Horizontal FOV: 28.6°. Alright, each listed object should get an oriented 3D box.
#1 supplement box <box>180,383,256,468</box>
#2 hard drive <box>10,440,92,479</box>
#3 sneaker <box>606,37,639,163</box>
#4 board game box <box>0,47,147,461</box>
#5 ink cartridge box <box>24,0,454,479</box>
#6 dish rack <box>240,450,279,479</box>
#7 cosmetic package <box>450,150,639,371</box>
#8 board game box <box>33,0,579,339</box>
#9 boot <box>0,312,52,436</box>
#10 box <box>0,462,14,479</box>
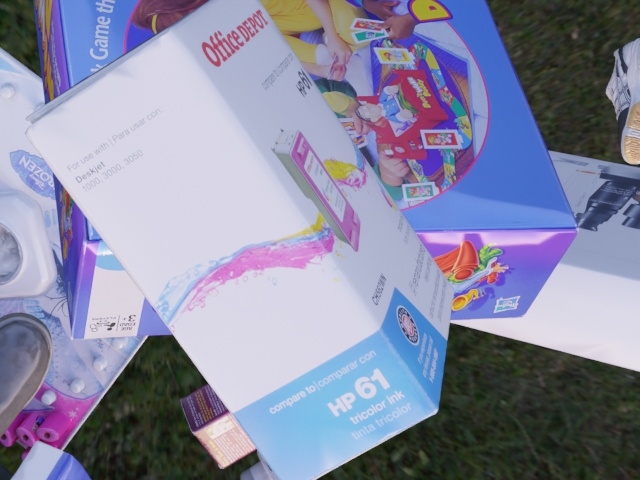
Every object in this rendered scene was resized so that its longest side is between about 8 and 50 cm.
[{"bbox_3d":[-0.061,0.135,1.008,0.083,0.043,0.055,-30,130,0],"label":"supplement box"},{"bbox_3d":[-0.234,0.319,0.850,0.040,0.210,0.318,18,60,20],"label":"hard drive"},{"bbox_3d":[0.203,-0.089,0.815,0.032,0.037,0.083,14,80,-30],"label":"sneaker"},{"bbox_3d":[-0.366,0.013,1.391,0.390,0.050,0.390,37,112,-2],"label":"board game box"},{"bbox_3d":[-0.016,-0.006,0.358,0.052,0.088,0.122,-32,102,18],"label":"ink cartridge box"},{"bbox_3d":[-0.009,0.438,1.722,0.072,0.285,0.332,-34,82,-1],"label":"dish rack"},{"bbox_3d":[0.317,0.022,1.193,0.377,0.284,0.097,13,118,25],"label":"cosmetic package"},{"bbox_3d":[-0.032,-0.117,0.679,0.233,0.078,0.347,-1,53,-18],"label":"board game box"},{"bbox_3d":[-0.276,0.171,1.012,0.076,0.208,0.189,28,99,-16],"label":"boot"},{"bbox_3d":[-0.495,0.376,1.333,0.472,0.480,0.297,36,81,-43],"label":"box"}]
